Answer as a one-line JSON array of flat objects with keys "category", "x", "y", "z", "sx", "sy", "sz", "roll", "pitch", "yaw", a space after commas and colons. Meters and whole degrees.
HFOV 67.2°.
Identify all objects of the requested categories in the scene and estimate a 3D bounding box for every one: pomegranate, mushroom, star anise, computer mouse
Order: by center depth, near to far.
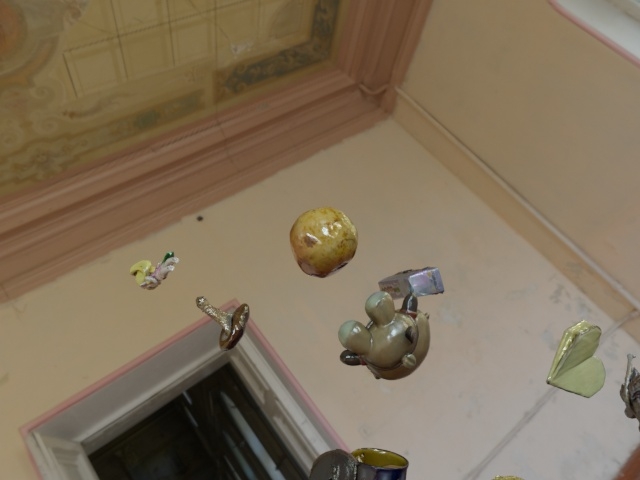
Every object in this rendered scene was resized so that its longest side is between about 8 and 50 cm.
[{"category": "computer mouse", "x": 0.039, "y": 0.608, "z": 1.284, "sx": 0.121, "sy": 0.074, "sz": 0.217, "roll": -4, "pitch": 0, "yaw": 8}, {"category": "star anise", "x": 0.880, "y": 0.444, "z": 1.324, "sx": 0.081, "sy": 0.263, "sz": 0.230, "roll": -18, "pitch": -29, "yaw": 16}, {"category": "pomegranate", "x": 0.000, "y": 0.000, "z": 1.428, "sx": 0.215, "sy": 0.215, "sz": 0.215, "roll": -35, "pitch": -21, "yaw": -16}, {"category": "mushroom", "x": -0.391, "y": 0.299, "z": 1.845, "sx": 0.148, "sy": 0.217, "sz": 0.227, "roll": -50, "pitch": 17, "yaw": 21}]

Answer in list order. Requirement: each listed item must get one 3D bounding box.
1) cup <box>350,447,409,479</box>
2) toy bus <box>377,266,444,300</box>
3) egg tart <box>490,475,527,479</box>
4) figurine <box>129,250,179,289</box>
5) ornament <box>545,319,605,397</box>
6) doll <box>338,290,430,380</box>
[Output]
[{"category": "cup", "x": 0.121, "y": 0.762, "z": 1.423, "sx": 0.178, "sy": 0.254, "sz": 0.257, "roll": 25, "pitch": -109, "yaw": -69}, {"category": "toy bus", "x": 0.327, "y": 0.165, "z": 1.787, "sx": 0.137, "sy": 0.113, "sz": 0.317, "roll": -13, "pitch": -6, "yaw": -16}, {"category": "egg tart", "x": 0.442, "y": 0.754, "z": 1.273, "sx": 0.314, "sy": 0.120, "sz": 0.315, "roll": -10, "pitch": -56, "yaw": -15}, {"category": "figurine", "x": -0.419, "y": 0.076, "z": 1.221, "sx": 0.083, "sy": 0.083, "sz": 0.187, "roll": -20, "pitch": -1, "yaw": -45}, {"category": "ornament", "x": 0.638, "y": 0.314, "z": 1.217, "sx": 0.180, "sy": 0.059, "sz": 0.201, "roll": -24, "pitch": -68, "yaw": -15}, {"category": "doll", "x": 0.176, "y": 0.238, "z": 1.156, "sx": 0.235, "sy": 0.174, "sz": 0.330, "roll": -51, "pitch": -26, "yaw": -1}]
